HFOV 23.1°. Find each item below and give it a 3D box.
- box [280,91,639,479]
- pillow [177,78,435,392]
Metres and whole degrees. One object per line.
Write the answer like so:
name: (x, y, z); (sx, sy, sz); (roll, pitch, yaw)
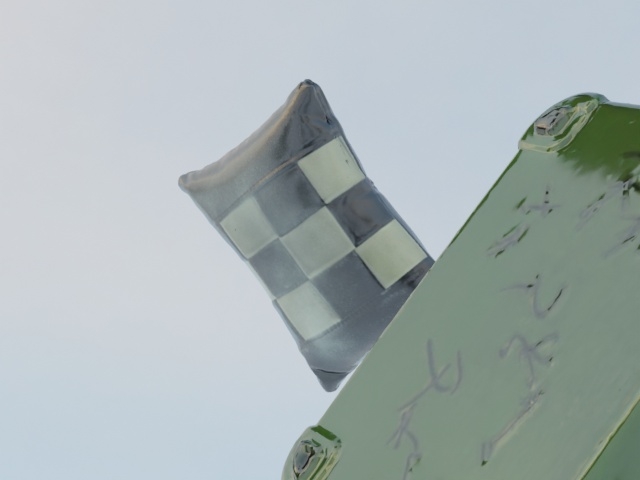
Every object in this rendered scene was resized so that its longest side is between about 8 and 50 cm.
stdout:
box: (0.148, 0.082, 0.804); (0.178, 0.329, 0.253); (45, -14, -27)
pillow: (0.000, 0.000, 1.413); (0.186, 0.106, 0.250); (-33, -88, 36)
